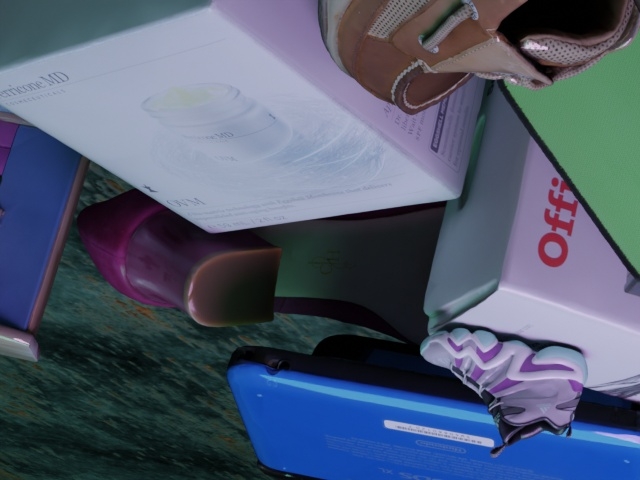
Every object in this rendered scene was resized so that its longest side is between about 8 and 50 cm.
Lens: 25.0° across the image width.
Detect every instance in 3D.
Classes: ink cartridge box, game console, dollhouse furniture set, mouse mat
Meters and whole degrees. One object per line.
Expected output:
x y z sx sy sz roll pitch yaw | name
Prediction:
0.232 -0.008 0.881 0.289 0.211 0.121 18 160 -11 | ink cartridge box
0.107 0.103 1.044 0.293 0.173 0.250 8 149 13 | game console
-0.317 -0.071 1.076 0.286 0.198 0.303 12 158 4 | dollhouse furniture set
0.205 -0.082 0.755 0.189 0.153 0.007 -35 179 23 | mouse mat

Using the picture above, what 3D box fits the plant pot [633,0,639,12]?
0.161 -0.226 0.316 0.323 0.323 0.280 -5 136 40 | plant pot

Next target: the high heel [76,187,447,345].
0.000 0.000 1.155 0.377 0.127 0.181 5 -164 -40 | high heel

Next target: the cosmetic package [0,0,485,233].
-0.053 -0.118 0.887 0.224 0.138 0.224 -8 149 42 | cosmetic package

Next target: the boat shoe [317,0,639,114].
0.083 -0.119 0.658 0.116 0.123 0.324 52 166 8 | boat shoe

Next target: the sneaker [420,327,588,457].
0.099 0.090 0.826 0.098 0.069 0.038 7 158 20 | sneaker
